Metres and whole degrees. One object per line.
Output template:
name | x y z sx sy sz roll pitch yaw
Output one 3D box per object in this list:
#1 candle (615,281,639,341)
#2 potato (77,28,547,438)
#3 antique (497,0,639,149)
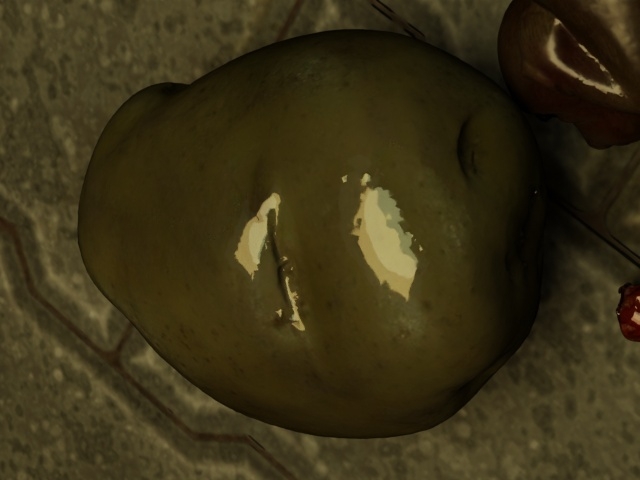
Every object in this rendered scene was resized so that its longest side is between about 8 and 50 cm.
candle | 0.253 0.046 1.022 0.162 0.048 0.053 -1 132 31
potato | 0.000 0.000 1.060 0.326 0.221 0.243 -10 125 47
antique | 0.128 -0.167 0.971 0.143 0.121 0.257 -6 128 42
